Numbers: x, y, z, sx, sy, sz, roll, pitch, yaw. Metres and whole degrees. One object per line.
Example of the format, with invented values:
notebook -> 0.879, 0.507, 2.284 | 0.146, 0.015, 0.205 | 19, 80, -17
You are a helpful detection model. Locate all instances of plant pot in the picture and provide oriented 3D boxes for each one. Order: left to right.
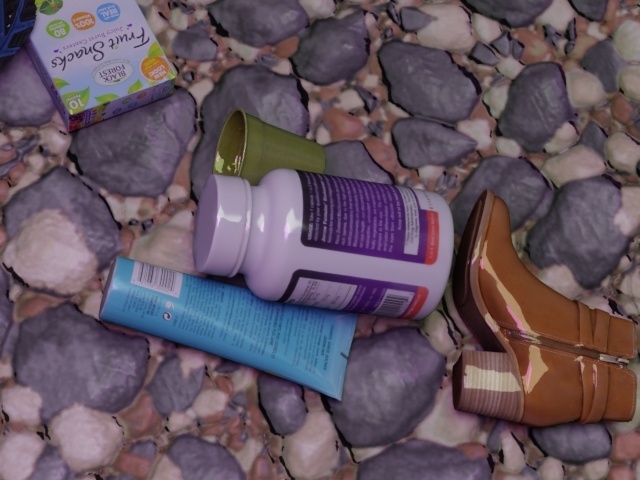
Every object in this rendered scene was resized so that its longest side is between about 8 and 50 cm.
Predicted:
plant pot -> -0.040, -0.063, 1.462 | 0.079, 0.083, 0.083 | 12, 63, -19

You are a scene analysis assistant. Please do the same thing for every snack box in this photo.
snack box -> -0.199, -0.173, 1.498 | 0.100, 0.037, 0.141 | -23, 72, -19

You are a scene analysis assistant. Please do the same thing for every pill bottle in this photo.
pill bottle -> 0.000, 0.000, 1.404 | 0.193, 0.108, 0.108 | 9, 64, -17

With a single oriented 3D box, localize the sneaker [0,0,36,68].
sneaker -> -0.325, -0.138, 1.447 | 0.081, 0.080, 0.211 | 23, 65, 39

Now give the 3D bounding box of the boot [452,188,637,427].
boot -> 0.188, 0.059, 1.450 | 0.152, 0.073, 0.197 | 5, 77, -7

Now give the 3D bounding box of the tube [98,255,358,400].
tube -> -0.073, 0.065, 1.409 | 0.207, 0.052, 0.080 | 17, 65, -9
